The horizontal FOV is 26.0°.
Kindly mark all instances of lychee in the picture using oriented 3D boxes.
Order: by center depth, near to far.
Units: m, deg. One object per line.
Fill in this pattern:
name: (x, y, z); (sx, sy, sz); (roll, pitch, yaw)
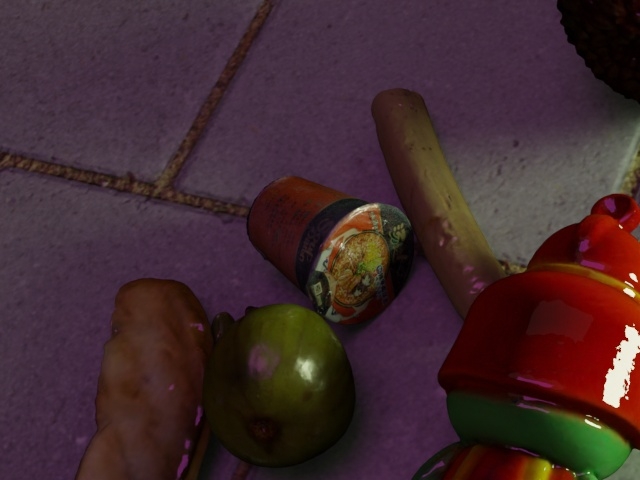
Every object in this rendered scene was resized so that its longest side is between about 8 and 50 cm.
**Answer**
lychee: (0.334, -0.240, 1.287); (0.236, 0.236, 0.271); (-13, 29, 15)

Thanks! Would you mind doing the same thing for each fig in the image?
fig: (-0.029, 0.125, 1.271); (0.148, 0.142, 0.186); (-33, 2, 35)

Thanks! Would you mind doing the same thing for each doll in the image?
doll: (0.191, 0.113, 1.145); (0.183, 0.160, 0.363); (8, 60, 36)

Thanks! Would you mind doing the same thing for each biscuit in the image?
biscuit: (-0.164, 0.161, 1.335); (0.154, 0.045, 0.299); (-11, 53, 30)

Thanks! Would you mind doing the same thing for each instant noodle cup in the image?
instant noodle cup: (0.002, 0.000, 1.342); (0.127, 0.127, 0.136); (-47, 44, -12)

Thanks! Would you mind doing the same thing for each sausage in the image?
sausage: (0.116, -0.030, 1.341); (0.066, 0.066, 0.301); (-26, 49, 6)

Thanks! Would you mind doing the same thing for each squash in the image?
squash: (-0.094, 0.106, 1.359); (0.027, 0.027, 0.083); (-18, 51, 12)
